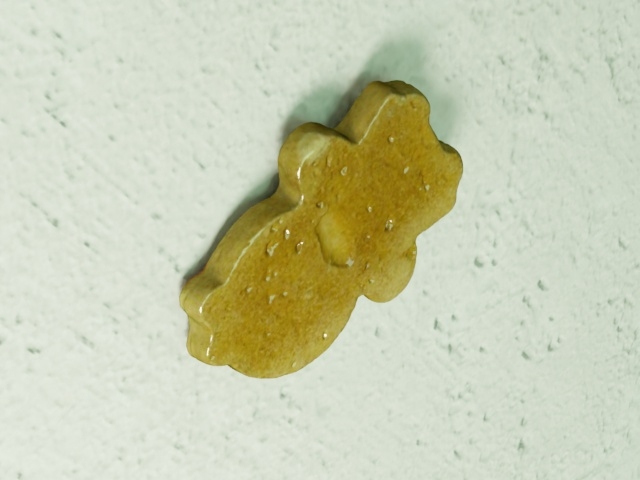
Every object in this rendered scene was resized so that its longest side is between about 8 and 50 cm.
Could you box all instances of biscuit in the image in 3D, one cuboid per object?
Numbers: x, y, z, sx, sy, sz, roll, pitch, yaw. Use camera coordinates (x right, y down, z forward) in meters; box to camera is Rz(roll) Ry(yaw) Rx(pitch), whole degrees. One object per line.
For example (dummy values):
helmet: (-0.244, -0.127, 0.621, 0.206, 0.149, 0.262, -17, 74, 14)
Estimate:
biscuit: (0.000, 0.000, 1.160, 0.225, 0.036, 0.166, -50, 139, -11)
